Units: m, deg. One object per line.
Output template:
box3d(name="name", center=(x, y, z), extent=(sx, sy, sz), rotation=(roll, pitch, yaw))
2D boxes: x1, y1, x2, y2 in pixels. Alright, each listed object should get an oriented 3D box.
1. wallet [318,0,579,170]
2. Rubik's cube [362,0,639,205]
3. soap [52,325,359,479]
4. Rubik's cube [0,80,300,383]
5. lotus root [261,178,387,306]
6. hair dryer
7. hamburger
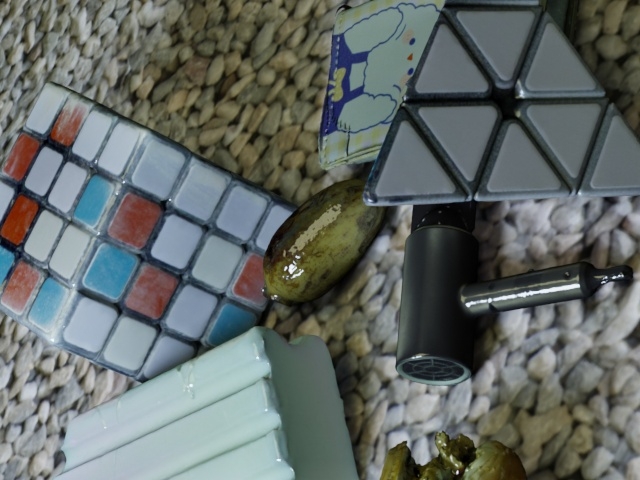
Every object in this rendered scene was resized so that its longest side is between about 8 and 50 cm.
box3d(name="wallet", center=(0.129, -0.192, 1.901), extent=(0.309, 0.077, 0.223), rotation=(-14, 59, 43))
box3d(name="Rubik's cube", center=(0.148, -0.109, 1.697), extent=(0.233, 0.228, 0.229), rotation=(-36, 44, 10))
box3d(name="soap", center=(-0.135, 0.248, 1.878), extent=(0.347, 0.115, 0.208), rotation=(-27, 64, 33))
box3d(name="Rubik's cube", center=(-0.215, 0.003, 2.007), extent=(0.256, 0.259, 0.253), rotation=(27, 91, 50))
box3d(name="lotus root", center=(0.000, 0.000, 1.924), extent=(0.179, 0.080, 0.089), rotation=(-48, 43, 14))
box3d(name="hair dryer", center=(0.190, 0.028, 1.740), extent=(0.248, 0.078, 0.196), rotation=(-10, 61, 31))
box3d(name="hamburger", center=(0.125, 0.264, 1.615), extent=(0.131, 0.185, 0.159), rotation=(-4, 25, 11))
